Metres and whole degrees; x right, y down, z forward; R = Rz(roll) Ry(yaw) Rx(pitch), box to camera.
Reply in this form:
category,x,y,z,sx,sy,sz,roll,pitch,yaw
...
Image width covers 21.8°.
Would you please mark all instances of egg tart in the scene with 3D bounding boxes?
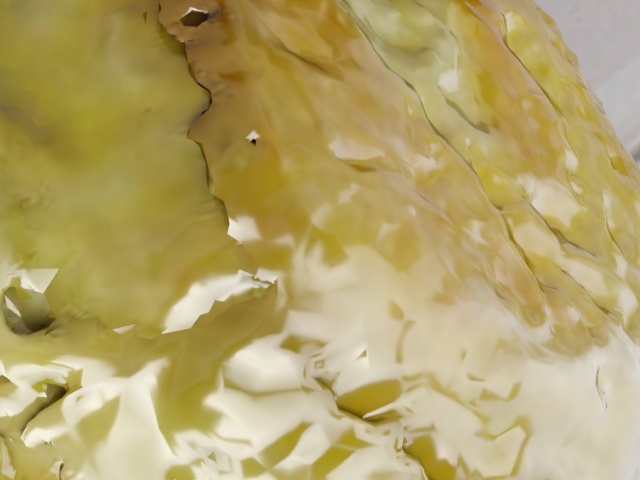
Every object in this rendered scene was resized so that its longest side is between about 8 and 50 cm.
category,x,y,z,sx,sy,sz,roll,pitch,yaw
egg tart,0.000,0.000,0.580,0.178,0.443,0.443,-32,177,32
